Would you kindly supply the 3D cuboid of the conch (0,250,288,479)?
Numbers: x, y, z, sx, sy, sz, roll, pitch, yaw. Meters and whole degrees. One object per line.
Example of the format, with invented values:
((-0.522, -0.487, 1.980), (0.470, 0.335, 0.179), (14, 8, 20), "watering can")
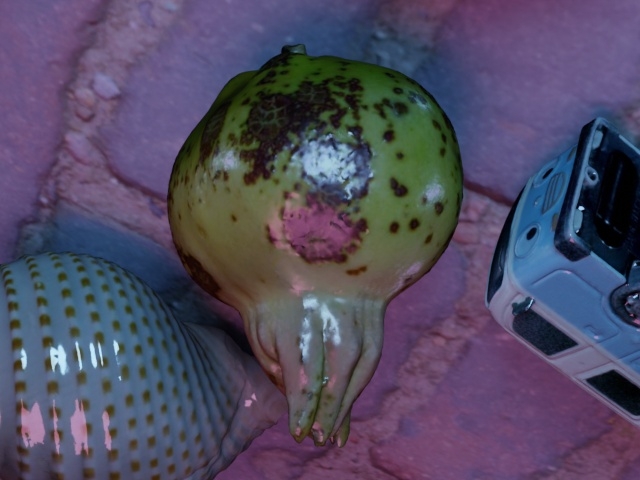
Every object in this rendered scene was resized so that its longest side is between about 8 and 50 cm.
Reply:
((-0.208, 0.162, 1.269), (0.319, 0.215, 0.303), (27, 148, -4), "conch")

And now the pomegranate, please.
((-0.016, -0.003, 0.966), (0.204, 0.277, 0.222), (31, 155, -12), "pomegranate")

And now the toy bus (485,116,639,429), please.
((0.247, 0.051, 1.012), (0.271, 0.133, 0.165), (36, 141, -17), "toy bus")
